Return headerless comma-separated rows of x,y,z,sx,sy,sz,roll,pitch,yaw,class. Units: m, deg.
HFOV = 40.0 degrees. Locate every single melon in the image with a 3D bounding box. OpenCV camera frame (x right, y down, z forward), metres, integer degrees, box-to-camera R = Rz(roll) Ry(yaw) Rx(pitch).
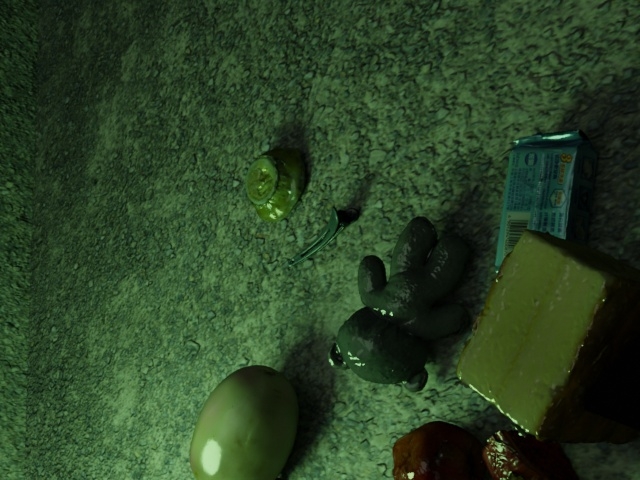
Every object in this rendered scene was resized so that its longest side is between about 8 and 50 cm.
-0.169,0.430,1.950,0.223,0.223,0.316,38,111,46,melon

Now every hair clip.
0.000,0.000,1.998,0.229,0.070,0.039,-47,53,40,hair clip

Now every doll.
0.173,0.131,1.727,0.246,0.158,0.340,24,84,17,doll

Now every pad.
0.536,0.138,1.237,0.323,0.250,0.055,-65,23,6,pad

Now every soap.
0.394,-0.044,1.544,0.156,0.077,0.293,7,87,48,soap

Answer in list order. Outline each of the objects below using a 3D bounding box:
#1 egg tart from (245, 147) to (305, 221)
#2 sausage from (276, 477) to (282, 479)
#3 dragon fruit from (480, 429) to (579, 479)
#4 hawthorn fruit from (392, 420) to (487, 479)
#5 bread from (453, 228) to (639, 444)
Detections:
-0.116,-0.139,2.134,0.197,0.078,0.197,-10,76,46,egg tart
-0.073,0.638,1.937,0.034,0.034,0.253,-39,54,36,sausage
0.333,0.390,1.459,0.120,0.161,0.127,-48,38,27,dragon fruit
0.208,0.408,1.587,0.179,0.173,0.173,27,101,47,hawthorn fruit
0.394,0.150,1.349,0.207,0.279,0.279,33,109,48,bread
